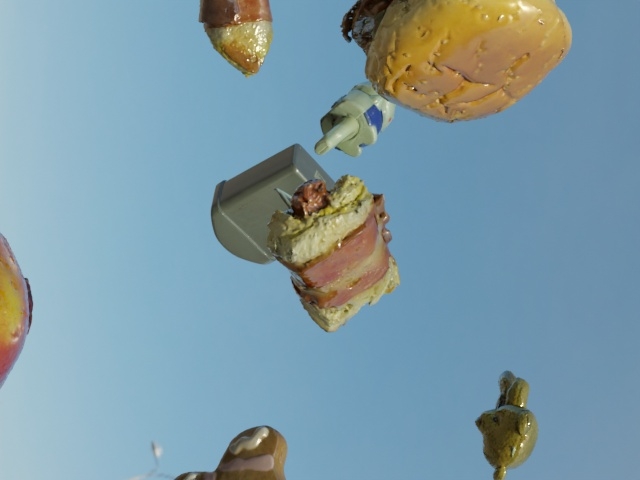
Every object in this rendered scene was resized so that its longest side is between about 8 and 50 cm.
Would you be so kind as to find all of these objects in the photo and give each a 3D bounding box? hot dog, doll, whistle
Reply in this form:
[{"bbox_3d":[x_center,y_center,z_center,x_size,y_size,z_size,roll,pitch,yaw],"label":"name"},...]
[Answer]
[{"bbox_3d":[0.015,0.009,1.127,0.103,0.146,0.213,53,-13,39],"label":"hot dog"},{"bbox_3d":[-0.141,-0.399,1.602,0.093,0.123,0.262,-163,-108,-71],"label":"hot dog"},{"bbox_3d":[0.294,0.289,1.575,0.209,0.097,0.137,-75,180,-72],"label":"doll"},{"bbox_3d":[0.060,-0.196,1.584,0.092,0.244,0.110,50,-51,-6],"label":"whistle"}]

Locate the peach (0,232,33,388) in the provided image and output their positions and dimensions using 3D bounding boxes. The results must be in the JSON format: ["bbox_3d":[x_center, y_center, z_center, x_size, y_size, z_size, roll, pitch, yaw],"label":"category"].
[{"bbox_3d":[-0.670,0.101,1.673,0.416,0.339,0.353,-122,-146,-59],"label":"peach"}]

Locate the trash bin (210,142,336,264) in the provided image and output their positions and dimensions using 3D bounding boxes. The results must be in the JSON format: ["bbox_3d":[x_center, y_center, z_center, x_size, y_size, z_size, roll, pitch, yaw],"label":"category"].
[{"bbox_3d":[-0.091,-0.061,1.827,0.236,0.177,0.101,-28,-147,25],"label":"trash bin"}]

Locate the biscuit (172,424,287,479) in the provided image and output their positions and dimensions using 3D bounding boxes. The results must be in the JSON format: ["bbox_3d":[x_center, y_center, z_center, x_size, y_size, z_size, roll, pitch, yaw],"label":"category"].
[{"bbox_3d":[-0.084,0.488,1.480,0.432,0.283,0.064,57,6,38],"label":"biscuit"}]

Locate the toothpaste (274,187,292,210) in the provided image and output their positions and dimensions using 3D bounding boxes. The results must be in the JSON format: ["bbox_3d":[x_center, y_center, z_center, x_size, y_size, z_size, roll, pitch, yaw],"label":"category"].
[{"bbox_3d":[0.000,0.000,1.364,0.037,0.062,0.216,-44,-129,10],"label":"toothpaste"}]

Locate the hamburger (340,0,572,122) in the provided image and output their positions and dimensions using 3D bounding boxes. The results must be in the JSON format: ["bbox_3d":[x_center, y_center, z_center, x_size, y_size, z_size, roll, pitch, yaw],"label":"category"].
[{"bbox_3d":[0.159,-0.241,1.144,0.244,0.244,0.163,119,-42,-52],"label":"hamburger"}]
